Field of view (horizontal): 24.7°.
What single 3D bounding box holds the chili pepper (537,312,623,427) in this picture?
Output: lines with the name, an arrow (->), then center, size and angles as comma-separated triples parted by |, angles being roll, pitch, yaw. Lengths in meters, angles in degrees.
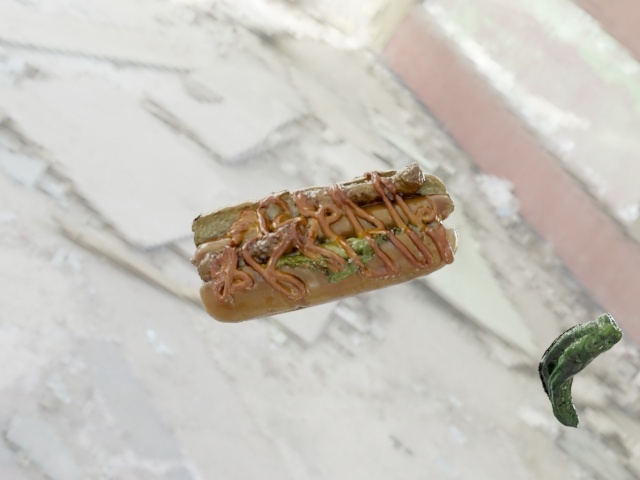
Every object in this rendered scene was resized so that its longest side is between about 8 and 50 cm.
chili pepper -> 0.221, 0.113, 1.289 | 0.055, 0.118, 0.035 | 23, 25, 7

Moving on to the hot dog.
hot dog -> 0.000, 0.000, 1.848 | 0.117, 0.349, 0.158 | 59, 21, -69
